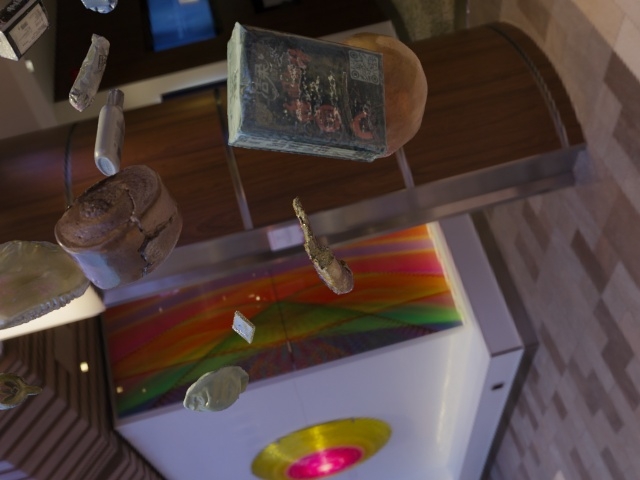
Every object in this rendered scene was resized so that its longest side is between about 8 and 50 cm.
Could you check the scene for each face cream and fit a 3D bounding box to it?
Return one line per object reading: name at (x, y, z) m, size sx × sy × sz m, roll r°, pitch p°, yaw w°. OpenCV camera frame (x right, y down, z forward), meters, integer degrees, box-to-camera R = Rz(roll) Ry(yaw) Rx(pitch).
face cream at (-0.672, -0.359, 2.089) m, size 0.144 × 0.071 × 0.291 m, roll 96°, pitch 173°, yaw -65°

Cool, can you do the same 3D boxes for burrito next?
burrito at (-0.571, -0.417, 1.614) m, size 0.064 × 0.064 × 0.203 m, roll 97°, pitch -171°, yaw -79°

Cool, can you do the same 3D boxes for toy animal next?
toy animal at (-0.805, 0.394, 1.702) m, size 0.098 × 0.137 × 0.098 m, roll -176°, pitch 90°, yaw -66°

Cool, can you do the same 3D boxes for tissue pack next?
tissue pack at (-0.846, -0.601, 1.820) m, size 0.103 × 0.090 × 0.170 m, roll 82°, pitch -151°, yaw -53°
tissue pack at (-0.022, -0.287, 1.280) m, size 0.103 × 0.315 × 0.228 m, roll 149°, pitch 122°, yaw -63°

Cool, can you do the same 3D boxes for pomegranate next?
pomegranate at (0.120, -0.360, 1.697) m, size 0.338 × 0.338 × 0.338 m, roll 165°, pitch 90°, yaw -86°

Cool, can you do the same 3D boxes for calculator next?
calculator at (-0.672, -0.749, 1.866) m, size 0.039 × 0.121 × 0.210 m, roll -65°, pitch -37°, yaw -32°

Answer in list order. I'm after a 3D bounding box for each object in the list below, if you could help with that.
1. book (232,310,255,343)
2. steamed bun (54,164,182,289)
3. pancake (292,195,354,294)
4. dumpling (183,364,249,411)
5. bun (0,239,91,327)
book at (-0.236, 0.267, 1.989) m, size 0.077 × 0.014 × 0.111 m, roll 40°, pitch 147°, yaw 14°
steamed bun at (-0.466, -0.021, 1.605) m, size 0.199 × 0.301 × 0.252 m, roll 30°, pitch 155°, yaw 35°
pancake at (0.000, 0.000, 1.304) m, size 0.266 × 0.057 × 0.245 m, roll 57°, pitch -172°, yaw -67°
dumpling at (-0.325, 0.450, 2.010) m, size 0.108 × 0.219 × 0.153 m, roll 13°, pitch 112°, yaw 53°
bun at (-0.802, 0.105, 1.790) m, size 0.361 × 0.361 × 0.213 m, roll 136°, pitch 109°, yaw -86°
